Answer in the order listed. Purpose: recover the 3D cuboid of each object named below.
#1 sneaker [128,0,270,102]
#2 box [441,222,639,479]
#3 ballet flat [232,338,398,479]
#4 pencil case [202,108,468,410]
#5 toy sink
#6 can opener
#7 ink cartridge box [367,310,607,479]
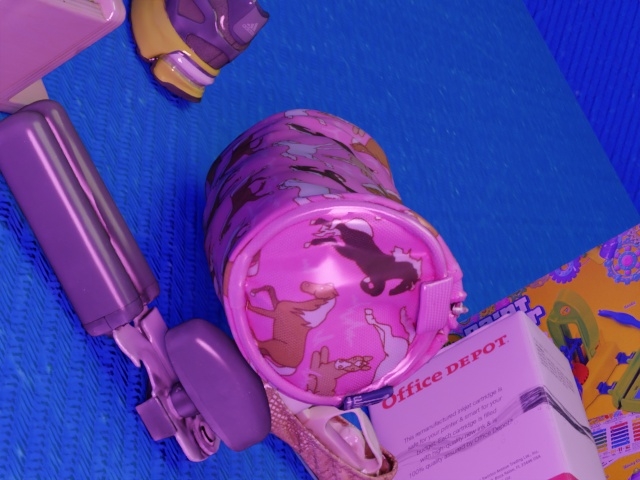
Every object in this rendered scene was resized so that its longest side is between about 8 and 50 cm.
[{"bbox_3d":[-0.115,-0.267,1.683,0.111,0.121,0.300,35,31,-50],"label":"sneaker"},{"bbox_3d":[0.275,0.180,1.735,0.177,0.290,0.279,30,36,-54],"label":"box"},{"bbox_3d":[-0.009,0.134,1.445,0.206,0.067,0.073,46,24,-32],"label":"ballet flat"},{"bbox_3d":[0.000,0.000,1.395,0.167,0.160,0.386,53,3,-15],"label":"pencil case"},{"bbox_3d":[-0.237,-0.193,1.268,0.234,0.131,0.153,11,51,-65],"label":"toy sink"},{"bbox_3d":[-0.125,0.025,1.276,0.283,0.095,0.076,63,18,-10],"label":"can opener"},{"bbox_3d":[0.149,0.205,1.568,0.100,0.172,0.237,43,25,-40],"label":"ink cartridge box"}]
